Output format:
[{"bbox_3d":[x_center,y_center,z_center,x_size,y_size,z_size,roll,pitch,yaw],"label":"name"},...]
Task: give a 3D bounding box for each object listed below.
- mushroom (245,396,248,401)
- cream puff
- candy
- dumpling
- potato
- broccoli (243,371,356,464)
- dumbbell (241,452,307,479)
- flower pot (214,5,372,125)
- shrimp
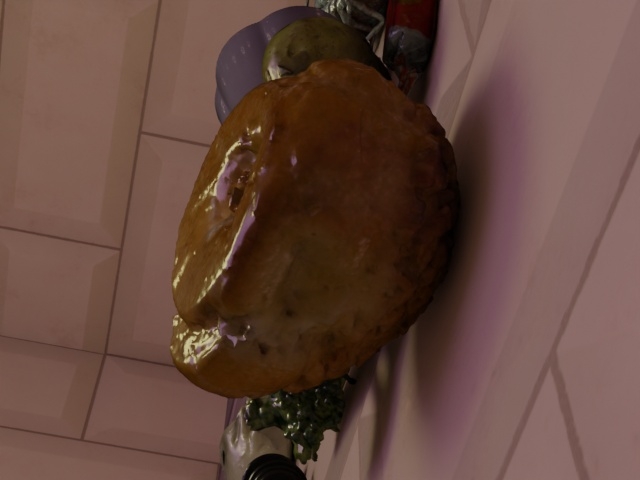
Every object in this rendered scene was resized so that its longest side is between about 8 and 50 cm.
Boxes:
[{"bbox_3d":[-0.100,0.308,2.253,0.212,0.088,0.097,105,143,-81],"label":"mushroom"},{"bbox_3d":[0.000,0.000,1.122,0.327,0.231,0.343,-20,52,62],"label":"cream puff"},{"bbox_3d":[0.115,-0.293,1.466,0.086,0.059,0.292,109,171,-59],"label":"candy"},{"bbox_3d":[-0.101,0.385,2.050,0.172,0.142,0.247,-1,-84,-61],"label":"dumpling"},{"bbox_3d":[0.021,-0.187,1.472,0.248,0.143,0.169,39,-110,-49],"label":"potato"},{"bbox_3d":[-0.008,0.077,1.456,0.353,0.275,0.397,-62,-16,-6],"label":"broccoli"},{"bbox_3d":[-0.071,0.382,1.780,0.208,0.099,0.099,154,127,-81],"label":"dumbbell"},{"bbox_3d":[-0.018,-0.176,1.714,0.243,0.265,0.265,-108,27,-52],"label":"flower pot"},{"bbox_3d":[0.050,-0.411,1.903,0.410,0.166,0.221,135,134,-56],"label":"shrimp"}]
